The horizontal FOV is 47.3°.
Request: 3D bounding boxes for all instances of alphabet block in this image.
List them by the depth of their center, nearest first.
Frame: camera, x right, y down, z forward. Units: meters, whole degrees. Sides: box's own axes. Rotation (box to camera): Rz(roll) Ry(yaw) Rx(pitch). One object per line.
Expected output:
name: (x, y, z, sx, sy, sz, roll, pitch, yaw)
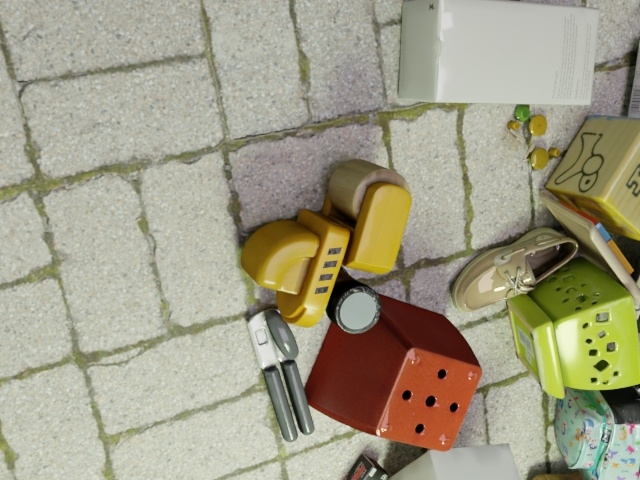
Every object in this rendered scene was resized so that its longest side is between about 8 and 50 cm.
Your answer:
alphabet block: (0.652, -0.137, 1.592, 0.193, 0.192, 0.197, 33, 90, -24)

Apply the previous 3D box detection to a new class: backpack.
backpack: (0.661, 0.458, 1.722, 0.191, 0.225, 0.253, -4, 110, 1)

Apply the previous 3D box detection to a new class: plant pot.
plant pot: (0.161, 0.274, 1.462, 0.267, 0.236, 0.267, 20, 94, -25)
plant pot: (0.541, 0.196, 1.601, 0.207, 0.228, 0.227, -17, 112, -1)

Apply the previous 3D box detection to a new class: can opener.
can opener: (-0.071, 0.270, 1.441, 0.076, 0.095, 0.283, -19, 102, -17)

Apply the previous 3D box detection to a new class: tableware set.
tableware set: (0.462, -0.219, 1.587, 0.154, 0.024, 0.104, 33, 86, -24)

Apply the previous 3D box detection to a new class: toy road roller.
toy road roller: (0.000, 0.000, 1.347, 0.240, 0.202, 0.329, 15, 98, -24)

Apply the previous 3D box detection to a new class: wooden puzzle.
wooden puzzle: (0.583, -0.001, 1.571, 0.044, 0.239, 0.221, -40, 115, 8)

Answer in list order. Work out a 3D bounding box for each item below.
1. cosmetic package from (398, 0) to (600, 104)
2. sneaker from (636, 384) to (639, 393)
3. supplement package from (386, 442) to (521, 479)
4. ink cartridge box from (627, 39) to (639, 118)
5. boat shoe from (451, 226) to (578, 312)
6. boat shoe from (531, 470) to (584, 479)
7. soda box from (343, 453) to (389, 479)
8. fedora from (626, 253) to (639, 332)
cosmetic package: (0.348, -0.365, 1.431, 0.365, 0.155, 0.197, -2, 102, -21)
sneaker: (0.852, 0.358, 1.857, 0.234, 0.078, 0.106, -26, 117, -14)
supplement package: (0.276, 0.567, 1.530, 0.198, 0.199, 0.263, 2, 146, -23)
ink cartridge box: (0.799, -0.367, 1.685, 0.224, 0.056, 0.181, -6, 105, -40)
boat shoe: (0.425, 0.067, 1.595, 0.302, 0.098, 0.109, -28, 111, -14)
boat shoe: (0.629, 0.632, 1.822, 0.277, 0.098, 0.096, 8, 141, -13)
soda box: (0.072, 0.555, 1.588, 0.053, 0.060, 0.169, 37, 86, -26)
fedora: (0.796, 0.112, 1.659, 0.334, 0.152, 0.334, -38, 141, -40)
